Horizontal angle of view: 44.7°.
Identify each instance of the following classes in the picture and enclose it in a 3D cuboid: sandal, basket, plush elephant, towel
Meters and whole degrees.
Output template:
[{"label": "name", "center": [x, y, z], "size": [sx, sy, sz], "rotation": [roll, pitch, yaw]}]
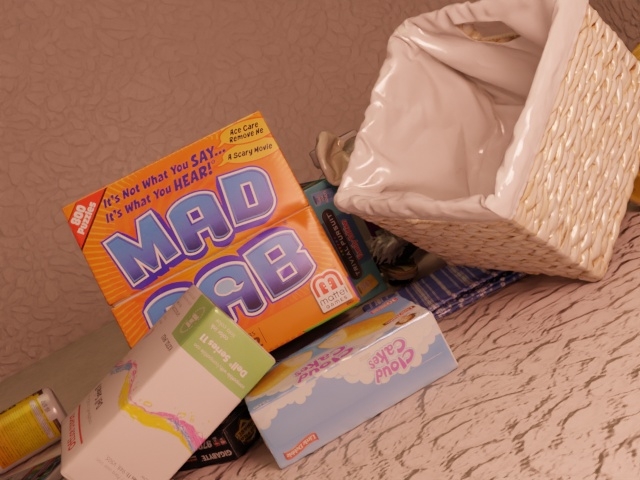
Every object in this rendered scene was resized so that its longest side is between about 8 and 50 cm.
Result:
[{"label": "sandal", "center": [0.155, 0.066, 1.497], "size": [0.072, 0.049, 0.180], "rotation": [-13, 5, 0]}, {"label": "basket", "center": [0.252, -0.142, 1.116], "size": [0.328, 0.266, 0.331], "rotation": [5, 73, 54]}, {"label": "plush elephant", "center": [0.150, -0.149, 1.496], "size": [0.330, 0.255, 0.272], "rotation": [-51, -35, 15]}, {"label": "towel", "center": [0.229, 0.064, 1.323], "size": [0.336, 0.040, 0.243], "rotation": [-27, 7, 2]}]

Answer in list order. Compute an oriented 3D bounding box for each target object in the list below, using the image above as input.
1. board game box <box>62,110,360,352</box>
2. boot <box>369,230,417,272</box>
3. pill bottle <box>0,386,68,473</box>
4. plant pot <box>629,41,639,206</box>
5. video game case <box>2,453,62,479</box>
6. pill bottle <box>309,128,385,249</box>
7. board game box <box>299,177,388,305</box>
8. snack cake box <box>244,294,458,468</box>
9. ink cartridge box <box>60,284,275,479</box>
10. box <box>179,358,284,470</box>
[{"label": "board game box", "center": [-0.179, 0.044, 1.400], "size": [0.357, 0.356, 0.356], "rotation": [-28, -5, -6]}, {"label": "boot", "center": [0.153, -0.035, 1.705], "size": [0.247, 0.161, 0.083], "rotation": [-27, -27, -29]}, {"label": "pill bottle", "center": [-0.649, 0.414, 1.657], "size": [0.215, 0.117, 0.117], "rotation": [-30, 9, -19]}, {"label": "plant pot", "center": [0.552, -0.183, 1.198], "size": [0.239, 0.254, 0.254], "rotation": [-46, 13, -14]}, {"label": "video game case", "center": [-0.549, 0.458, 1.406], "size": [0.183, 0.023, 0.201], "rotation": [-25, 7, 14]}, {"label": "pill bottle", "center": [0.096, -0.101, 1.836], "size": [0.169, 0.301, 0.169], "rotation": [-26, 8, 4]}, {"label": "board game box", "center": [0.000, 0.000, 1.682], "size": [0.079, 0.253, 0.336], "rotation": [-29, 8, -14]}, {"label": "snack cake box", "center": [0.032, 0.182, 1.047], "size": [0.264, 0.089, 0.152], "rotation": [-29, 8, -8]}, {"label": "ink cartridge box", "center": [-0.244, 0.239, 1.077], "size": [0.353, 0.119, 0.207], "rotation": [-48, 17, -9]}, {"label": "box", "center": [-0.135, 0.263, 1.195], "size": [0.175, 0.051, 0.220], "rotation": [-22, 10, 35]}]
